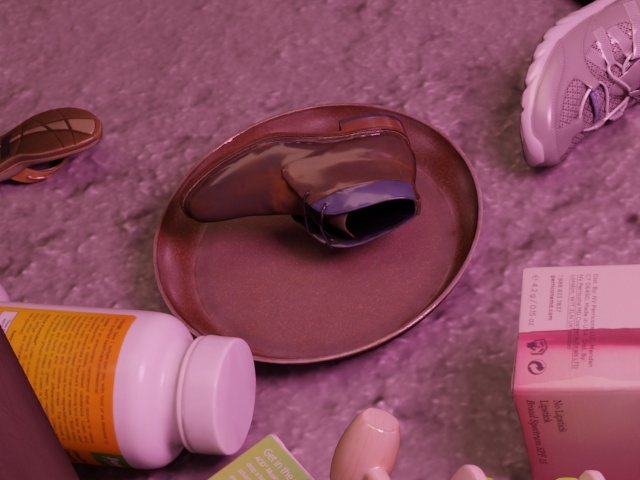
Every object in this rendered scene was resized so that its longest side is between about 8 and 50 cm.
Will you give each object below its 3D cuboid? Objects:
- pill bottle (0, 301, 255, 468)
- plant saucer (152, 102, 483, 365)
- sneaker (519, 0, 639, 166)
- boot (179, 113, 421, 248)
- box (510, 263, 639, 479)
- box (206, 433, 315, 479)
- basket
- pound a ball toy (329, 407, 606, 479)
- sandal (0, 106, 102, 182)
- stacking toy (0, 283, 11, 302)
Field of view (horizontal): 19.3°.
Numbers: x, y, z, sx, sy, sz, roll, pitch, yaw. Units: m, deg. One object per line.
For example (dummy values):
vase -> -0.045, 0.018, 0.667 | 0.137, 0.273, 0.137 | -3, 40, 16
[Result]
pill bottle -> -0.187, 0.127, 1.628 | 0.246, 0.136, 0.136 | 3, 51, 18
plant saucer -> 0.000, 0.000, 1.744 | 0.311, 0.050, 0.310 | -8, 48, 9
sneaker -> 0.286, -0.170, 1.771 | 0.115, 0.105, 0.281 | 24, 60, 31
boot -> -0.015, -0.041, 1.698 | 0.219, 0.082, 0.106 | -19, 46, -3
box -> 0.279, 0.110, 1.504 | 0.232, 0.148, 0.127 | -2, 50, 15
box -> -0.095, 0.326, 1.489 | 0.322, 0.058, 0.232 | -35, 50, -13
basket -> -0.289, 0.188, 1.525 | 0.204, 0.227, 0.154 | -37, 14, -8
pound a ball toy -> 0.131, 0.286, 1.381 | 0.208, 0.135, 0.319 | 6, 41, -27
sandal -> -0.295, -0.083, 1.904 | 0.180, 0.049, 0.072 | -22, 41, 17
stacking toy -> -0.490, 0.141, 1.649 | 0.480, 0.350, 0.350 | -26, 46, -31
